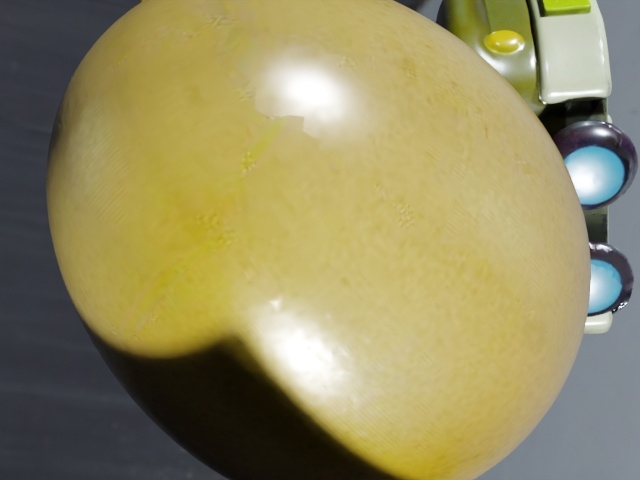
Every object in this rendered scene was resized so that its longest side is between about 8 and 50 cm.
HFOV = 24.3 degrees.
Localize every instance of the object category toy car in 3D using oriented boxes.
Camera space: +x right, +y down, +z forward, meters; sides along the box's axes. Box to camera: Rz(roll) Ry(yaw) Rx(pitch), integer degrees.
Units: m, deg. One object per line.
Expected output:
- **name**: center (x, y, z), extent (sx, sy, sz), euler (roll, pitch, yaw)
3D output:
- **toy car**: center (0.103, -0.051, 1.013), extent (0.204, 0.198, 0.248), euler (-87, -9, -58)

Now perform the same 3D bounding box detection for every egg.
- **egg**: center (0.000, 0.000, 0.757), extent (0.250, 0.322, 0.250), euler (-21, 46, 24)

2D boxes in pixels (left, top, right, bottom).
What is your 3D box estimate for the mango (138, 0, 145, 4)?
- **mango**: center (-0.079, -0.145, 0.968), extent (0.103, 0.076, 0.161), euler (87, -158, -48)
